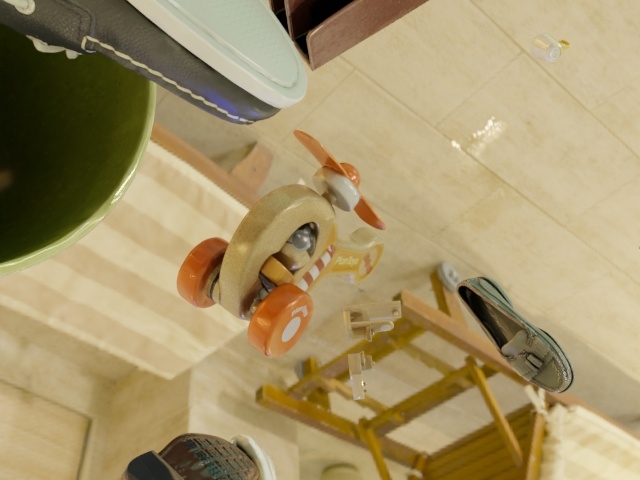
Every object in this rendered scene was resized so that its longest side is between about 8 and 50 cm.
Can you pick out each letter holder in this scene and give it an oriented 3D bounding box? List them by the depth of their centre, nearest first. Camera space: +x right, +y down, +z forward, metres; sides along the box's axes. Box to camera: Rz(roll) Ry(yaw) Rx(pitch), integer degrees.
[{"bbox_3d":[0.063,-0.491,1.312,0.302,0.152,0.214,-33,164,-7],"label":"letter holder"}]

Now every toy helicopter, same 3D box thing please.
[{"bbox_3d":[0.000,0.000,0.901,0.355,0.140,0.235,5,113,-63],"label":"toy helicopter"}]

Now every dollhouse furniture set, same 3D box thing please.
[{"bbox_3d":[0.121,0.237,1.546,0.123,0.151,0.144,-6,141,3],"label":"dollhouse furniture set"}]

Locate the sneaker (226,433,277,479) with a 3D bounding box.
[{"bbox_3d":[-0.087,0.378,0.876,0.111,0.297,0.129,-14,147,-8],"label":"sneaker"}]

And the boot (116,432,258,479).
[{"bbox_3d":[-0.143,0.251,0.686,0.106,0.082,0.219,-53,157,6],"label":"boot"}]

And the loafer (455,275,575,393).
[{"bbox_3d":[0.342,0.173,1.309,0.084,0.267,0.096,5,128,-49],"label":"loafer"}]

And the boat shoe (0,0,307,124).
[{"bbox_3d":[-0.142,-0.154,0.374,0.302,0.114,0.091,40,119,-14],"label":"boat shoe"}]

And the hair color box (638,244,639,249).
[{"bbox_3d":[0.626,-0.032,1.204,0.053,0.093,0.167,38,87,-17],"label":"hair color box"}]

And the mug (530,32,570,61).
[{"bbox_3d":[0.548,-0.460,1.710,0.078,0.064,0.062,-44,124,10],"label":"mug"}]

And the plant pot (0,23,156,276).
[{"bbox_3d":[-0.304,-0.084,0.495,0.274,0.275,0.293,30,151,-31],"label":"plant pot"}]
